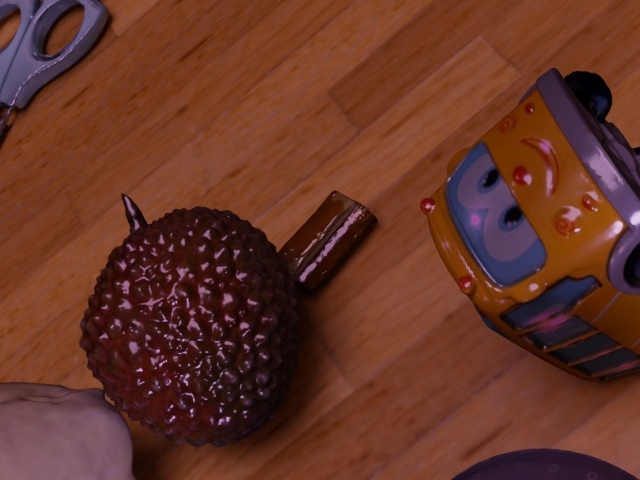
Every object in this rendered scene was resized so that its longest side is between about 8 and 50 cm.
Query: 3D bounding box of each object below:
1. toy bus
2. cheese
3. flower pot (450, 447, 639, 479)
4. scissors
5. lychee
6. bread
[{"bbox_3d":[0.154,0.004,0.613,0.136,0.209,0.126,-37,52,20],"label":"toy bus"},{"bbox_3d":[-0.291,0.201,0.727,0.247,0.251,0.174,-9,96,37],"label":"cheese"},{"bbox_3d":[0.088,0.235,0.447,0.265,0.243,0.265,-2,85,18],"label":"flower pot"},{"bbox_3d":[-0.340,-0.125,1.073,0.191,0.029,0.360,6,67,31],"label":"scissors"},{"bbox_3d":[-0.095,0.052,0.748,0.165,0.165,0.197,-42,69,2],"label":"lychee"},{"bbox_3d":[0.000,0.000,0.806,0.083,0.036,0.047,-49,48,-5],"label":"bread"}]
